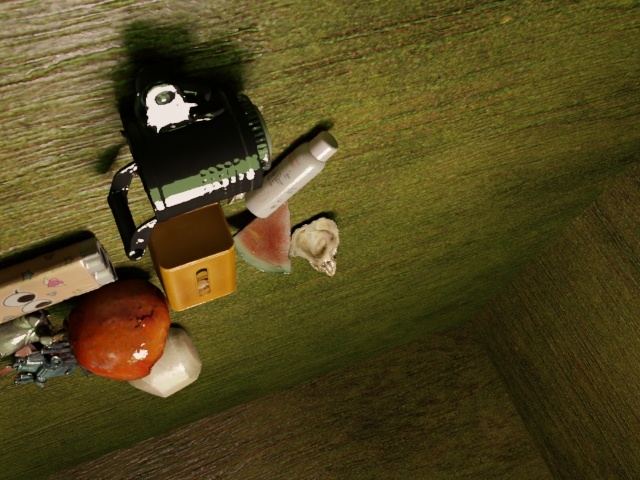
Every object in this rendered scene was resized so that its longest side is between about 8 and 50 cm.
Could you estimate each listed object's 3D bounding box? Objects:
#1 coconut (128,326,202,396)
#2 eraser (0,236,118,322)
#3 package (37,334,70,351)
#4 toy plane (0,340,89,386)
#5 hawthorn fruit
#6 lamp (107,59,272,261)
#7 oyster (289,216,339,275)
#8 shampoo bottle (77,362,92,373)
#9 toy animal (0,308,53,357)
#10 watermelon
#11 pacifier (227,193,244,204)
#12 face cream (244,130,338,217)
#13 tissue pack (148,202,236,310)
[{"bbox_3d":[-0.515,0.396,2.242,0.234,0.224,0.224,-27,158,3],"label":"coconut"},{"bbox_3d":[-0.628,0.091,1.577,0.290,0.087,0.171,-21,159,-9],"label":"eraser"},{"bbox_3d":[-0.762,0.318,2.026,0.239,0.030,0.154,-30,156,15],"label":"package"},{"bbox_3d":[-0.723,0.341,1.946,0.326,0.104,0.223,18,127,-45],"label":"toy plane"},{"bbox_3d":[-0.543,0.234,1.794,0.307,0.276,0.276,-4,154,-11],"label":"hawthorn fruit"},{"bbox_3d":[-0.227,-0.155,1.279,0.272,0.205,0.374,-8,142,-28],"label":"lamp"},{"bbox_3d":[-0.010,0.010,2.064,0.161,0.107,0.232,-22,140,6],"label":"oyster"},{"bbox_3d":[-0.597,0.296,1.986,0.049,0.087,0.233,-65,171,29],"label":"shampoo bottle"},{"bbox_3d":[-0.819,0.250,1.667,0.343,0.106,0.168,-20,-159,-6],"label":"toy animal"},{"bbox_3d":[-0.157,-0.023,1.819,0.207,0.202,0.136,15,175,-42],"label":"watermelon"},{"bbox_3d":[-0.203,-0.133,1.572,0.078,0.081,0.099,22,110,-20],"label":"pacifier"},{"bbox_3d":[-0.066,-0.157,1.623,0.269,0.082,0.082,-39,154,29],"label":"face cream"},{"bbox_3d":[-0.319,0.048,1.739,0.194,0.145,0.274,-18,156,-13],"label":"tissue pack"}]
